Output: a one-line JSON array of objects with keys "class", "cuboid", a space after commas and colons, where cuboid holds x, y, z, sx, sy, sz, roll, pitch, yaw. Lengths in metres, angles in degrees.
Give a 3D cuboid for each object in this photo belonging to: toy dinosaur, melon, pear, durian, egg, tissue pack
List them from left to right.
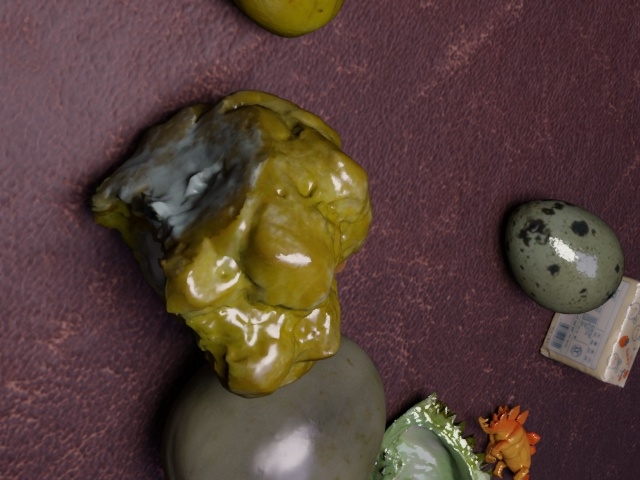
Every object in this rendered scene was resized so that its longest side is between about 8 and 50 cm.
[{"class": "melon", "cuboid": [-0.056, 0.245, 0.877, 0.308, 0.272, 0.272, -20, 115, -18]}, {"class": "pear", "cuboid": [-0.040, -0.312, 0.786, 0.149, 0.149, 0.162, -55, 132, -8]}, {"class": "durian", "cuboid": [0.160, 0.451, 1.149, 0.198, 0.163, 0.394, 23, 97, -34]}, {"class": "toy dinosaur", "cuboid": [0.355, 0.369, 1.306, 0.117, 0.070, 0.288, -52, 130, -24]}, {"class": "egg", "cuboid": [0.402, 0.023, 1.169, 0.228, 0.177, 0.177, 39, 81, -19]}, {"class": "tissue pack", "cuboid": [0.523, 0.153, 1.304, 0.092, 0.148, 0.196, 19, 93, -39]}]

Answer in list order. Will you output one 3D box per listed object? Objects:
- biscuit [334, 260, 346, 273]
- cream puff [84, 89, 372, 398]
[{"class": "biscuit", "cuboid": [-0.001, 0.000, 0.982, 0.140, 0.023, 0.118, -43, 123, -17]}, {"class": "cream puff", "cuboid": [-0.068, -0.004, 0.773, 0.274, 0.323, 0.270, -42, 137, -6]}]
